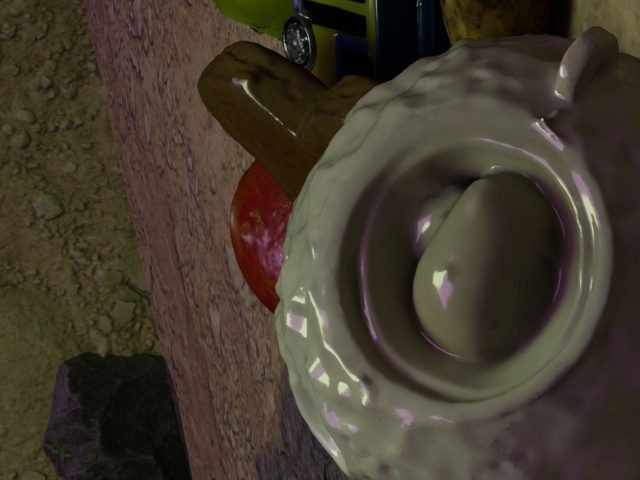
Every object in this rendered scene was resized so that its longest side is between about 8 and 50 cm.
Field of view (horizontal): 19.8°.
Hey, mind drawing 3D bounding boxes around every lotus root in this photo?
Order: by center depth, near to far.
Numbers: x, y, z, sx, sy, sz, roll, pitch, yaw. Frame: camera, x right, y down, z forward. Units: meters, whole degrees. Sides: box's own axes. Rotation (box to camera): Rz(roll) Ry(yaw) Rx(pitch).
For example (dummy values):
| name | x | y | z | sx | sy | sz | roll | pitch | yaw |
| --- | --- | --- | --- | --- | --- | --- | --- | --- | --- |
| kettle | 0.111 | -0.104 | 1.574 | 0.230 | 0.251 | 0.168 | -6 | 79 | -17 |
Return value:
| name | x | y | z | sx | sy | sz | roll | pitch | yaw |
| --- | --- | --- | --- | --- | --- | --- | --- | --- | --- |
| lotus root | 0.145 | -0.176 | 1.503 | 0.108 | 0.094 | 0.190 | -80 | -14 | -54 |

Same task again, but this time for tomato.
| name | x | y | z | sx | sy | sz | roll | pitch | yaw |
| --- | --- | --- | --- | --- | --- | --- | --- | --- | --- |
| tomato | -0.006 | -0.002 | 1.958 | 0.309 | 0.170 | 0.309 | 172 | 90 | -76 |

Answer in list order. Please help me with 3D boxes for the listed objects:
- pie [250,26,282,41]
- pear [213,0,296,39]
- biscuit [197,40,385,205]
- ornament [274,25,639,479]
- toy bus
| name | x | y | z | sx | sy | sz | roll | pitch | yaw |
| --- | --- | --- | --- | --- | --- | --- | --- | --- | --- |
| pie | -0.059 | -0.325 | 2.126 | 0.248 | 0.090 | 0.201 | 136 | 121 | -75 |
| pear | -0.034 | -0.323 | 1.903 | 0.219 | 0.187 | 0.187 | -68 | 27 | 21 |
| biscuit | 0.068 | -0.008 | 1.552 | 0.368 | 0.076 | 0.394 | 25 | 156 | 55 |
| ornament | 0.143 | 0.036 | 1.197 | 0.337 | 0.337 | 0.337 | 172 | 90 | -74 |
| toy bus | 0.062 | -0.222 | 1.602 | 0.175 | 0.138 | 0.287 | 24 | 123 | 51 |
